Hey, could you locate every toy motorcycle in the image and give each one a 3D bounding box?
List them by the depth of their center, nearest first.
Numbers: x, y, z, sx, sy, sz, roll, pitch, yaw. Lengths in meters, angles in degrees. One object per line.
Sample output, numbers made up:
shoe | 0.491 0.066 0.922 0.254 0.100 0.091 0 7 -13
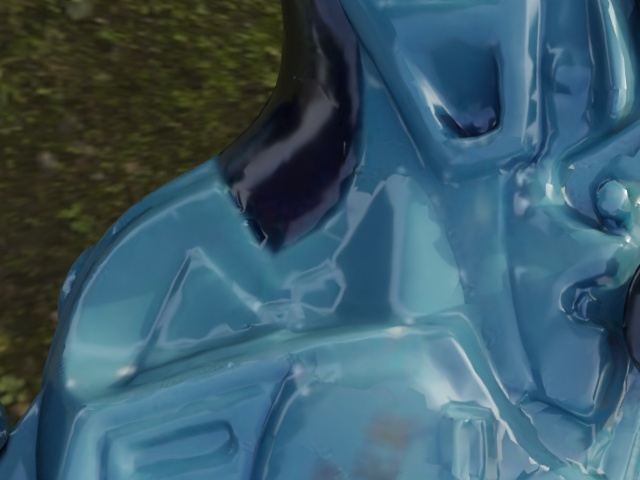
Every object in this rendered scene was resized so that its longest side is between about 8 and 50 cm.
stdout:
toy motorcycle | 0.000 0.000 0.356 0.182 0.123 0.272 18 95 16
